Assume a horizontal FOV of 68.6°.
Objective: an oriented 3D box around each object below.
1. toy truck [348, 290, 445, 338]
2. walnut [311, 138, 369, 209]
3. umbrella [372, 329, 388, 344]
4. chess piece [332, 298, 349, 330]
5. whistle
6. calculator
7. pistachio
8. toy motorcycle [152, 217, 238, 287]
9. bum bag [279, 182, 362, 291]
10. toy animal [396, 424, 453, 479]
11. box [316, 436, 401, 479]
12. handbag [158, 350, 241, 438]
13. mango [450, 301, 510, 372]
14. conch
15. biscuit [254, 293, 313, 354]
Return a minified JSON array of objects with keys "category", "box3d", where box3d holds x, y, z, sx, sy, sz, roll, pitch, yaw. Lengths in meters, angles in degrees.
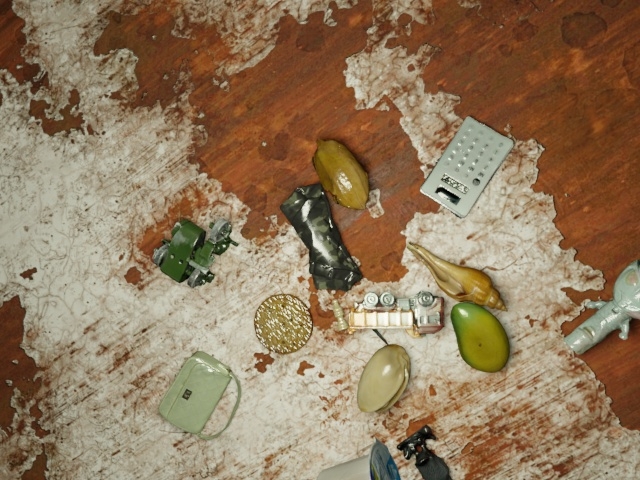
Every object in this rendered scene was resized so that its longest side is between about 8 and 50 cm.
[{"category":"toy truck","box3d":[0.214,0.213,1.339,0.270,0.114,0.136,-2,84,5]},{"category":"walnut","box3d":[0.060,-0.193,1.354,0.137,0.137,0.246,-28,83,9]},{"category":"umbrella","box3d":[0.161,0.265,1.405,0.149,0.022,0.022,44,140,6]},{"category":"chess piece","box3d":[0.057,0.222,1.416,0.035,0.035,0.092,-18,85,9]},{"category":"whistle","box3d":[0.808,0.178,1.246,0.346,0.133,0.142,-47,72,18]},{"category":"calculator","box3d":[0.416,-0.208,1.350,0.161,0.021,0.262,32,96,7]},{"category":"pistachio","box3d":[0.181,0.397,1.352,0.143,0.144,0.215,32,102,7]},{"category":"toy motorcycle","box3d":[-0.390,0.023,1.445,0.205,0.127,0.275,32,103,8]},{"category":"bum bag","box3d":[0.000,0.000,1.389,0.143,0.095,0.341,-24,93,2]},{"category":"toy animal","box3d":[0.325,0.646,1.340,0.121,0.117,0.210,-38,83,2]},{"category":"box","box3d":[0.104,0.735,1.308,0.206,0.291,0.263,-25,91,20]},{"category":"handbag","box3d":[-0.365,0.496,1.472,0.219,0.079,0.256,31,98,4]},{"category":"mango","box3d":[0.444,0.267,1.294,0.137,0.091,0.238,-12,117,18]},{"category":"conch","box3d":[0.383,0.107,1.337,0.330,0.093,0.109,34,89,26]},{"category":"biscuit","box3d":[-0.114,0.258,1.447,0.187,0.027,0.188,0,91,8]}]
